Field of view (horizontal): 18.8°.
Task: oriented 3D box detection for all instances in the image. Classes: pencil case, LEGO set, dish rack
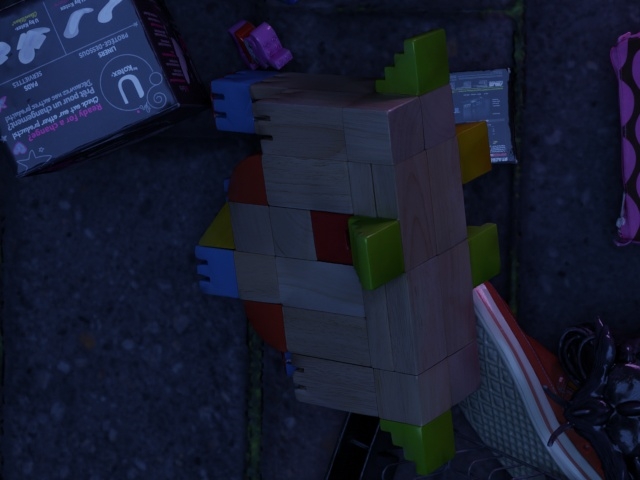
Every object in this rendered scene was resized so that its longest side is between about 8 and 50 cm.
[{"bbox_3d":[0.317,-0.096,1.798,0.098,0.095,0.209,-3,91,4],"label":"pencil case"},{"bbox_3d":[-0.056,-0.259,1.760,0.087,0.093,0.227,-41,128,-18],"label":"LEGO set"},{"bbox_3d":[0.122,0.278,1.783,0.271,0.074,0.208,22,97,35],"label":"dish rack"}]

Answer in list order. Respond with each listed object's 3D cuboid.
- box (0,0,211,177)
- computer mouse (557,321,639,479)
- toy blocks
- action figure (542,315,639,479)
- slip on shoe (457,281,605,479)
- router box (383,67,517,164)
[{"bbox_3d":[-0.208,-0.148,1.739,0.163,0.247,0.142,-24,91,4],"label":"box"},{"bbox_3d":[0.372,0.122,1.772,0.272,0.072,0.188,-19,78,-17],"label":"computer mouse"},{"bbox_3d":[0.000,0.000,1.750,0.261,0.191,0.381,7,113,38],"label":"toy blocks"},{"bbox_3d":[0.303,0.147,1.667,0.276,0.141,0.164,-2,77,-16],"label":"action figure"},{"bbox_3d":[0.217,0.161,1.820,0.101,0.123,0.331,-34,85,-30],"label":"slip on shoe"},{"bbox_3d":[0.123,-0.114,1.831,0.122,0.038,0.092,-3,93,3],"label":"router box"}]
